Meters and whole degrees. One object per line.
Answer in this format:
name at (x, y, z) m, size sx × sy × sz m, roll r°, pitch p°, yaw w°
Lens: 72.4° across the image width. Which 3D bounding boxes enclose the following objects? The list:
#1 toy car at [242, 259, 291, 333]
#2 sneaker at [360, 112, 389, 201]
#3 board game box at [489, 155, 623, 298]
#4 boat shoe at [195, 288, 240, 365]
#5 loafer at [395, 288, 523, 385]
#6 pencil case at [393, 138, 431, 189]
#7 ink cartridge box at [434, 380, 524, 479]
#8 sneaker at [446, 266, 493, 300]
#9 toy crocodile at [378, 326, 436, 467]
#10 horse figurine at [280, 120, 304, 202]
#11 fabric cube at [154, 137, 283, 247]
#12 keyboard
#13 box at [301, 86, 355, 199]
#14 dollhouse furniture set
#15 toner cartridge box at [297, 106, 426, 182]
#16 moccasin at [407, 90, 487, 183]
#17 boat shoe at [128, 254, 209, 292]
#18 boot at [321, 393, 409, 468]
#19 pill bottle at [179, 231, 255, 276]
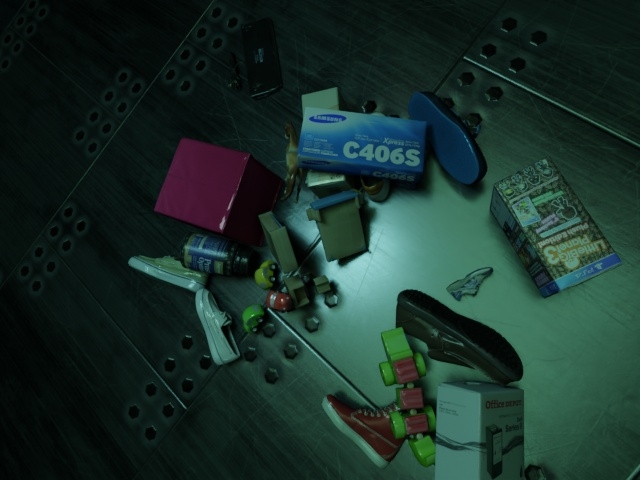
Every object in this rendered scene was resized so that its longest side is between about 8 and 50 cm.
toy car at (-0.190, 0.196, 1.359) m, size 0.224 × 0.053 × 0.239 m, roll -58°, pitch 34°, yaw 18°
sneaker at (0.171, -0.273, 1.335) m, size 0.106 × 0.123 × 0.289 m, roll -5°, pitch 76°, yaw 20°
board game box at (0.562, -0.022, 1.087) m, size 0.141 × 0.232 × 0.290 m, roll -28°, pitch 72°, yaw 12°
boat shoe at (-0.327, 0.270, 1.418) m, size 0.084 × 0.095 × 0.258 m, roll -22°, pitch 83°, yaw 9°
loafer at (0.356, 0.269, 1.171) m, size 0.366 × 0.134 × 0.130 m, roll 33°, pitch 118°, yaw 31°
pencil case at (0.277, -0.233, 1.320) m, size 0.070 × 0.064 × 0.151 m, roll 20°, pitch 85°, yaw 6°
ink cartridge box at (0.381, 0.494, 1.042) m, size 0.122 × 0.211 × 0.288 m, roll -8°, pitch 75°, yaw 50°
sneaker at (0.421, 0.121, 1.210) m, size 0.135 × 0.052 × 0.058 m, roll -34°, pitch 80°, yaw 18°
toy crocodile at (0.228, 0.395, 1.127) m, size 0.115 × 0.105 × 0.340 m, roll -9°, pitch 73°, yaw -4°
horse figurine at (-0.085, -0.232, 1.348) m, size 0.066 × 0.174 × 0.263 m, roll 5°, pitch 41°, yaw -8°
fabric cube at (-0.315, -0.149, 1.405) m, size 0.258 × 0.254 × 0.258 m, roll 16°, pitch 84°, yaw 22°
keyboard at (-0.253, -0.663, 1.611) m, size 0.202 × 0.033 × 0.316 m, roll -12°, pitch 74°, yaw 10°
box at (0.026, -0.301, 1.379) m, size 0.121 × 0.148 × 0.310 m, roll -8°, pitch 78°, yaw 16°
dollhouse furniture set at (0.000, 0.000, 1.362) m, size 0.304 × 0.198 × 0.286 m, roll -20°, pitch 113°, yaw -10°
toner cartridge box at (0.117, -0.271, 1.241) m, size 0.348 × 0.075 × 0.165 m, roll 7°, pitch 70°, yaw 2°
moccasin at (0.386, -0.314, 1.256) m, size 0.341 × 0.117 × 0.137 m, roll 66°, pitch 147°, yaw 22°
boat shoe at (-0.521, 0.103, 1.518) m, size 0.303 × 0.109 × 0.094 m, roll 18°, pitch 70°, yaw 13°
boot at (0.139, 0.475, 1.212) m, size 0.244 × 0.088 × 0.176 m, roll 38°, pitch 92°, yaw 14°
pill bottle at (-0.331, 0.051, 1.426) m, size 0.220 × 0.123 × 0.122 m, roll 11°, pitch 83°, yaw 6°
